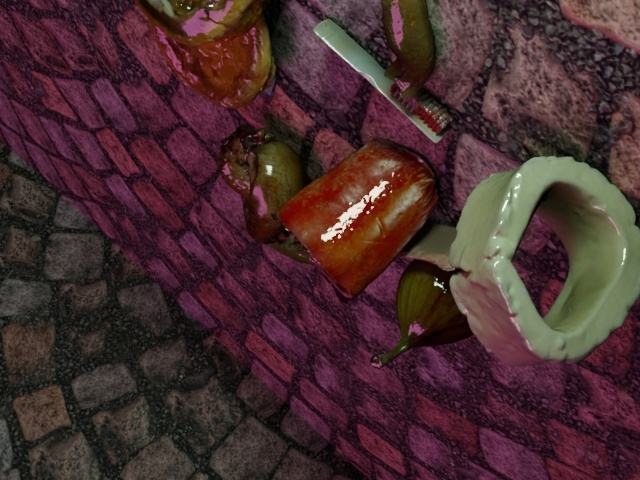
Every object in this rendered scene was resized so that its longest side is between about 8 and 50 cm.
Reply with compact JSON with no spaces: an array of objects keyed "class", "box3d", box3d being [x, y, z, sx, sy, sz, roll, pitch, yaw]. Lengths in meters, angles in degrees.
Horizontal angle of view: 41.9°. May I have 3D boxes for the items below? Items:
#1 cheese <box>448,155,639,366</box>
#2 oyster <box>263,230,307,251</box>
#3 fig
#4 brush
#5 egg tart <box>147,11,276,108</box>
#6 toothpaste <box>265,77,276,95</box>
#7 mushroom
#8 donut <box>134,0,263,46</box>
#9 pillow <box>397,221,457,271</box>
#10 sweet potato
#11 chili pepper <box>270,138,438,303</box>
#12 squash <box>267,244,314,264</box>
[{"class":"cheese","box3d":[0.363,0.038,1.379,0.292,0.332,0.153,38,156,-11]},{"class":"oyster","box3d":[-0.004,-0.001,2.124,0.221,0.096,0.361,17,178,-34]},{"class":"fig","box3d":[0.218,0.169,1.809,0.217,0.321,0.217,41,158,21]},{"class":"brush","box3d":[0.120,-0.310,1.567,0.321,0.060,0.050,43,142,7]},{"class":"egg tart","box3d":[-0.215,-0.445,1.776,0.341,0.129,0.341,28,140,26]},{"class":"toothpaste","box3d":[-0.220,-0.442,1.912,0.297,0.048,0.075,40,154,6]},{"class":"mushroom","box3d":[-0.132,-0.147,2.023,0.263,0.195,0.283,-106,-6,-61]},{"class":"donut","box3d":[-0.206,-0.519,1.551,0.330,0.160,0.330,5,98,36]},{"class":"pillow","box3d":[0.245,0.007,1.750,0.211,0.135,0.034,13,139,53]},{"class":"sweet potato","box3d":[0.136,-0.369,1.420,0.112,0.085,0.286,27,148,44]},{"class":"chili pepper","box3d":[0.082,-0.054,1.774,0.251,0.305,0.229,37,164,47]},{"class":"squash","box3d":[-0.090,0.000,2.311,0.292,0.082,0.082,28,149,32]}]
